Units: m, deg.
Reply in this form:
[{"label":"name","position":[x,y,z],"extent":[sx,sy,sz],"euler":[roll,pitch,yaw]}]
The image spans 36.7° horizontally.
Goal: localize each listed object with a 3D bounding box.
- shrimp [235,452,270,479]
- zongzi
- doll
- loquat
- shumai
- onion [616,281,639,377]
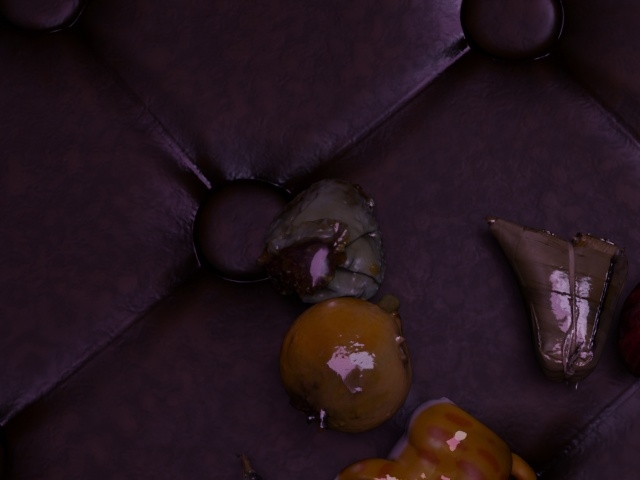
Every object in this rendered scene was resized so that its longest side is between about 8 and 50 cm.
[{"label":"shrimp","position":[-0.105,0.383,1.214],"extent":[0.126,0.047,0.223],"euler":[-10,75,11]},{"label":"zongzi","position":[0.282,0.071,1.247],"extent":[0.197,0.099,0.194],"euler":[19,70,6]},{"label":"doll","position":[0.112,0.307,1.164],"extent":[0.269,0.167,0.162],"euler":[-38,74,-4]},{"label":"loquat","position":[0.039,0.149,1.215],"extent":[0.172,0.149,0.204],"euler":[36,72,11]},{"label":"shumai","position":[0.001,-0.006,1.264],"extent":[0.184,0.142,0.184],"euler":[0,78,2]},{"label":"onion","position":[0.453,0.075,1.223],"extent":[0.206,0.151,0.098],"euler":[-29,60,-22]}]
